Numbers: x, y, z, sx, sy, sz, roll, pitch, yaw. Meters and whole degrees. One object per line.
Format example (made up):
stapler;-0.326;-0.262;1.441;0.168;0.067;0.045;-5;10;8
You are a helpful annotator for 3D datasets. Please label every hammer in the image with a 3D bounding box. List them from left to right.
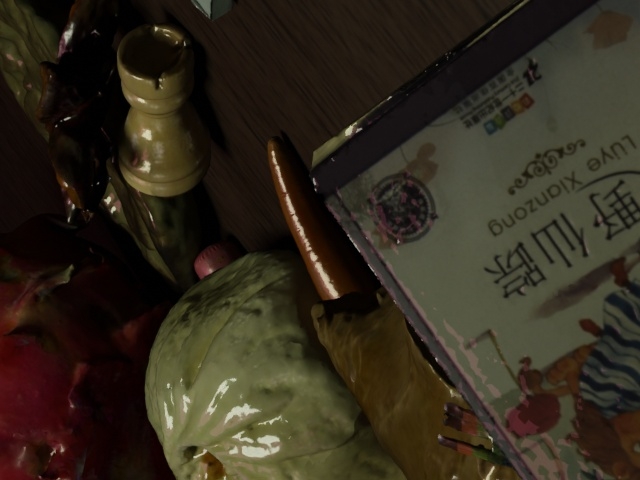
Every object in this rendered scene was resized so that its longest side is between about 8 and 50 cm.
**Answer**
hammer;-0.062;0.038;1.174;0.083;0.043;0.043;54;164;8

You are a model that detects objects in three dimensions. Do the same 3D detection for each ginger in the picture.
ginger;0.094;0.089;0.716;0.270;0.123;0.219;49;166;54

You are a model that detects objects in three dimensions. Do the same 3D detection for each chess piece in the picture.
chess piece;-0.104;-0.088;1.002;0.066;0.066;0.122;46;156;24

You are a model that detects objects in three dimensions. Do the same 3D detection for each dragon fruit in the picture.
dragon fruit;-0.256;0.174;1.485;0.249;0.370;0.386;14;98;59

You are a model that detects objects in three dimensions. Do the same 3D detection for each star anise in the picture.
star anise;-0.164;-0.081;1.033;0.157;0.053;0.212;-91;9;-65

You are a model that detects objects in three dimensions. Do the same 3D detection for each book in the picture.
book;0.116;0.026;0.500;0.157;0.026;0.231;-35;91;29

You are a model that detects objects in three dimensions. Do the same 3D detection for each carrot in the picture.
carrot;0.000;0.000;0.942;0.142;0.035;0.035;61;163;-10

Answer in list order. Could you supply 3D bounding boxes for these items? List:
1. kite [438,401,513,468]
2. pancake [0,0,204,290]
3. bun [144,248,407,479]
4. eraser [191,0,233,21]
kite;0.160;0.098;0.541;0.244;0.006;0.198;19;125;9
pancake;-0.180;-0.084;1.240;0.294;0.049;0.294;51;164;20
bun;-0.038;0.119;1.052;0.244;0.153;0.244;40;150;29
eraser;-0.079;-0.163;0.847;0.083;0.019;0.038;50;162;12
